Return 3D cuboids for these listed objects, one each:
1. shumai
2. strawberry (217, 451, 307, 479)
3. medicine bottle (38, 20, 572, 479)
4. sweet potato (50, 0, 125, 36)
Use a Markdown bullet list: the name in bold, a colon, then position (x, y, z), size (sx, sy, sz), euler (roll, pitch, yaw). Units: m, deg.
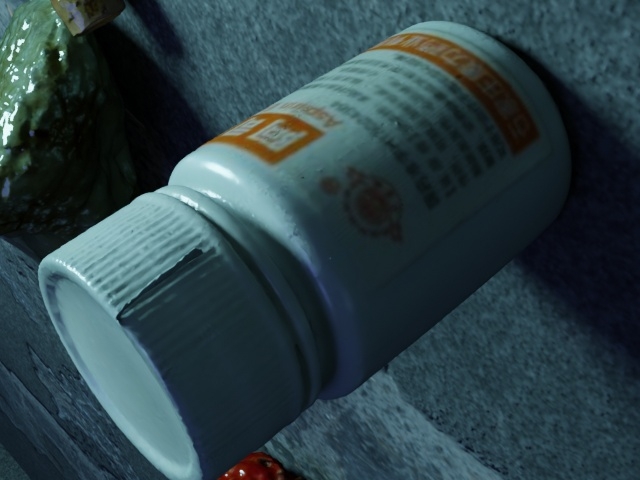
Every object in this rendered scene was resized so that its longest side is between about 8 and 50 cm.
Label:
- **shumai**: position (-0.222, -0.077, 0.841), size (0.204, 0.222, 0.272), euler (18, 146, -28)
- **strawberry**: position (-0.108, 0.421, 0.971), size (0.267, 0.351, 0.312), euler (-5, 112, 48)
- **medicine bottle**: position (0.000, 0.000, 0.462), size (0.144, 0.252, 0.144), euler (36, 148, 27)
- **sweet potato**: position (-0.236, -0.290, 0.694), size (0.281, 0.059, 0.067), euler (62, 168, -12)
